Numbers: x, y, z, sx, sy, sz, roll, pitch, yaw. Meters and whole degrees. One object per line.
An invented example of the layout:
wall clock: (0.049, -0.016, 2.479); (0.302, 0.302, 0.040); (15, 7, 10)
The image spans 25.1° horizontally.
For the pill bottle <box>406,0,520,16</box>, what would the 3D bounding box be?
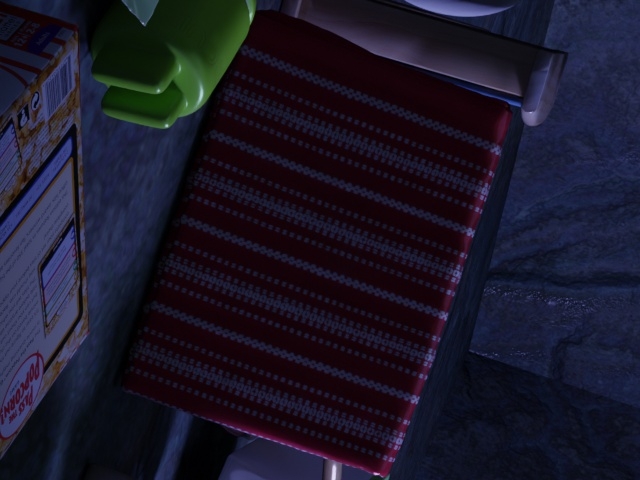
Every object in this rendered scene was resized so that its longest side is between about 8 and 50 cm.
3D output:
pill bottle: (0.135, -0.327, 1.164); (0.152, 0.152, 0.272); (90, 18, -57)

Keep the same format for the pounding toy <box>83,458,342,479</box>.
pounding toy: (-0.080, 0.197, 1.037); (0.269, 0.154, 0.155); (40, 67, -57)

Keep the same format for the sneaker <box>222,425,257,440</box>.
sneaker: (-0.044, 0.131, 1.195); (0.134, 0.051, 0.070); (-24, -152, 57)

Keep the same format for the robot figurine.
robot figurine: (-0.074, -0.110, 0.743); (0.101, 0.067, 0.115); (80, 29, -50)

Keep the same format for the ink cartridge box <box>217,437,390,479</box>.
ink cartridge box: (-0.060, 0.313, 1.251); (0.273, 0.115, 0.198); (-65, 169, 8)

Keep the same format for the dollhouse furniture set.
dollhouse furniture set: (0.057, -0.031, 1.153); (0.286, 0.198, 0.303); (-27, 134, -74)

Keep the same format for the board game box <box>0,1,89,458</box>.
board game box: (-0.153, 0.017, 0.625); (0.147, 0.045, 0.193); (-61, 164, -45)

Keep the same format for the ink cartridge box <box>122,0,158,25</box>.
ink cartridge box: (-0.048, -0.230, 0.592); (0.171, 0.056, 0.235); (49, 56, -52)

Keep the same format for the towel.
towel: (0.000, 0.000, 0.970); (0.031, 0.199, 0.275); (178, -69, -81)
